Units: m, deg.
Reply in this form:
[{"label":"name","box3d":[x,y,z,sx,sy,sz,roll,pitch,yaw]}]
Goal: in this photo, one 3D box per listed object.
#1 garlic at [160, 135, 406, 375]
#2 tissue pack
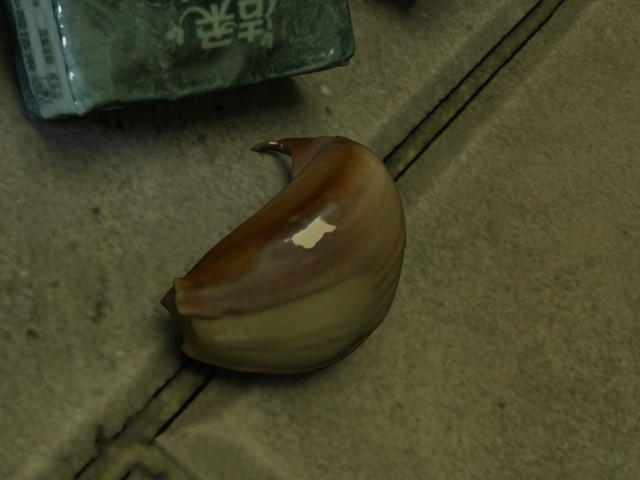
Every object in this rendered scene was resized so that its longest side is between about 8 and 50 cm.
[{"label":"garlic","box3d":[0.001,0.008,0.813,0.115,0.128,0.207,54,35,-17]},{"label":"tissue pack","box3d":[-0.109,-0.248,0.843,0.228,0.103,0.316,-18,101,-36]}]
